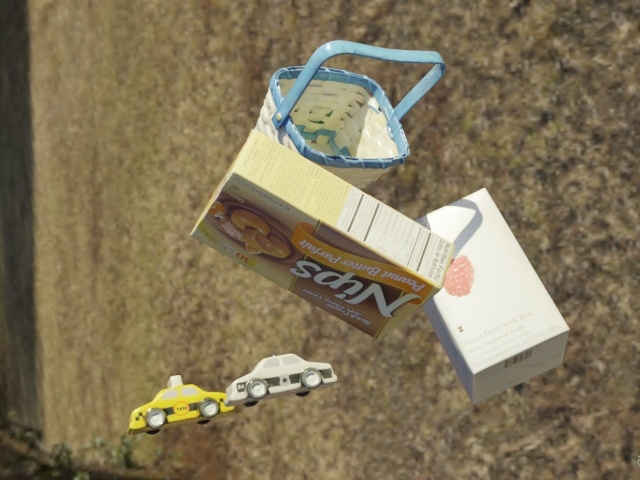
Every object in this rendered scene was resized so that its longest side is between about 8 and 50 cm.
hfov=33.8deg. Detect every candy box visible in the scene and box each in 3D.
[{"bbox_3d":[0.000,0.000,1.439,0.183,0.316,0.088,-48,16,53],"label":"candy box"}]

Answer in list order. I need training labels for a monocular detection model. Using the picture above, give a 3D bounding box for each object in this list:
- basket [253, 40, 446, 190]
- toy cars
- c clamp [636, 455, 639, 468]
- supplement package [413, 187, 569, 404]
[{"bbox_3d":[0.032,-0.201,1.665,0.289,0.254,0.201,-43,58,41],"label":"basket"},{"bbox_3d":[-0.163,0.255,1.822,0.176,0.393,0.087,15,-121,-62],"label":"toy cars"},{"bbox_3d":[0.656,0.405,1.965,0.137,0.160,0.022,22,123,63],"label":"c clamp"},{"bbox_3d":[0.271,0.095,1.801,0.175,0.177,0.293,72,172,-63],"label":"supplement package"}]
